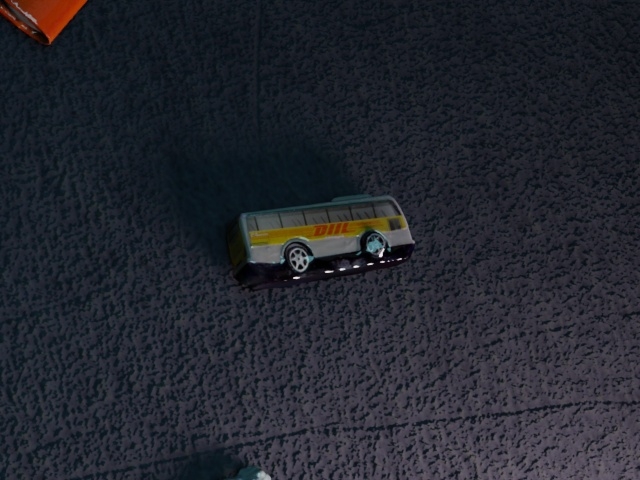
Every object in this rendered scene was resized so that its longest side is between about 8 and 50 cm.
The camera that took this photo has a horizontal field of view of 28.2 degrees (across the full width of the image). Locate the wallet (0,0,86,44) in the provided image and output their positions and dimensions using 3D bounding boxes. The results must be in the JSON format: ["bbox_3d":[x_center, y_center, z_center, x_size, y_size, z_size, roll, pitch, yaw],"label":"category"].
[{"bbox_3d":[-0.239,-0.293,1.148,0.142,0.045,0.204,40,67,-11],"label":"wallet"}]

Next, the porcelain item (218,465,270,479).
[{"bbox_3d":[-0.080,0.224,1.129,0.083,0.028,0.036,-16,104,-26],"label":"porcelain item"}]

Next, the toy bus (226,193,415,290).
[{"bbox_3d":[0.000,0.000,1.191,0.172,0.057,0.072,-9,75,-24],"label":"toy bus"}]
